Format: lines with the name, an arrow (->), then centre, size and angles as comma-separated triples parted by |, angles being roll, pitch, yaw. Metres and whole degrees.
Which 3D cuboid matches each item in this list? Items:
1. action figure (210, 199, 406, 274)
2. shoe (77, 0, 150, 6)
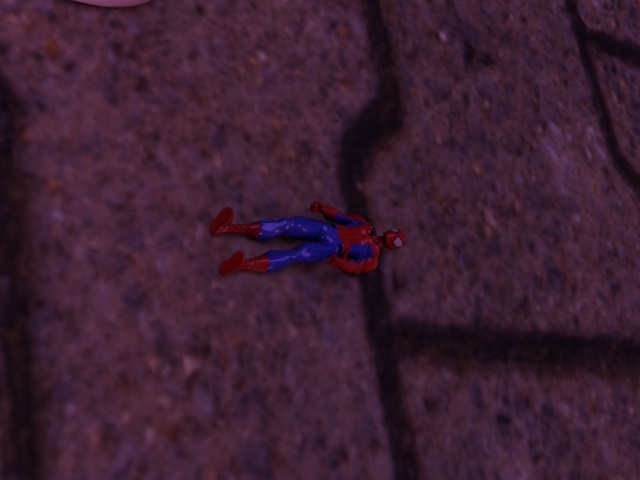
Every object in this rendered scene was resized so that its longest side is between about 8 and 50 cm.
action figure -> 0.000, 0.000, 0.611 | 0.115, 0.030, 0.038 | 0, 61, -42
shoe -> -0.134, -0.174, 0.559 | 0.178, 0.081, 0.064 | 20, 55, -30
